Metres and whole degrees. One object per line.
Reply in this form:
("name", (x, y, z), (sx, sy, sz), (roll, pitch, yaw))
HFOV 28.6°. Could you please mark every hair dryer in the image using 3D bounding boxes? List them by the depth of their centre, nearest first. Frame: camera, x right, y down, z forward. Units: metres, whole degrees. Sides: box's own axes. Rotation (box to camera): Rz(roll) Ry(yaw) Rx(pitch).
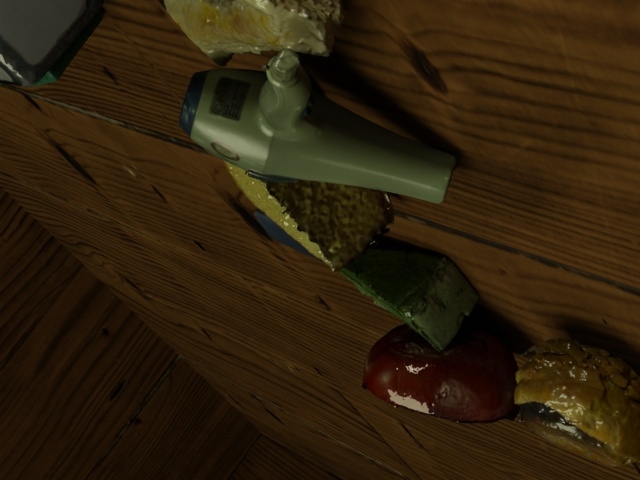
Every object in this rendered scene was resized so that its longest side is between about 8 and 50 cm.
("hair dryer", (0.025, -0.109, 1.286), (0.295, 0.119, 0.298), (19, 172, -23))

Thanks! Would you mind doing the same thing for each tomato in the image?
("tomato", (0.171, 0.162, 1.740), (0.228, 0.228, 0.101), (22, 119, 42))

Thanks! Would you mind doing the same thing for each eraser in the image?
("eraser", (0.000, 0.000, 1.869), (0.225, 0.036, 0.082), (24, 160, 38))

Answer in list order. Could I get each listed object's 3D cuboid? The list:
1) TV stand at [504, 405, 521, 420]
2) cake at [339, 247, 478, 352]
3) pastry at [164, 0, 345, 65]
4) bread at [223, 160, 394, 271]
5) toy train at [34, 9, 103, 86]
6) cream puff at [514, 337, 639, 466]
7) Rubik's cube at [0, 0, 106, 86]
("TV stand", (0.237, 0.247, 2.061), (0.049, 0.040, 0.256), (44, 163, -23))
("cake", (0.106, 0.049, 1.731), (0.100, 0.099, 0.235), (48, 171, -38))
("pastry", (-0.070, -0.234, 1.241), (0.121, 0.089, 0.258), (30, 168, -29))
("bread", (-0.030, -0.087, 1.522), (0.134, 0.129, 0.260), (28, 163, 53))
("toy train", (-0.439, -0.336, 1.651), (0.238, 0.167, 0.299), (1, 144, 49))
("cream puff", (0.328, 0.195, 1.554), (0.189, 0.130, 0.189), (26, 166, 7))
("Rubik's cube", (-0.312, -0.344, 1.068), (0.301, 0.305, 0.304), (15, 155, 51))
